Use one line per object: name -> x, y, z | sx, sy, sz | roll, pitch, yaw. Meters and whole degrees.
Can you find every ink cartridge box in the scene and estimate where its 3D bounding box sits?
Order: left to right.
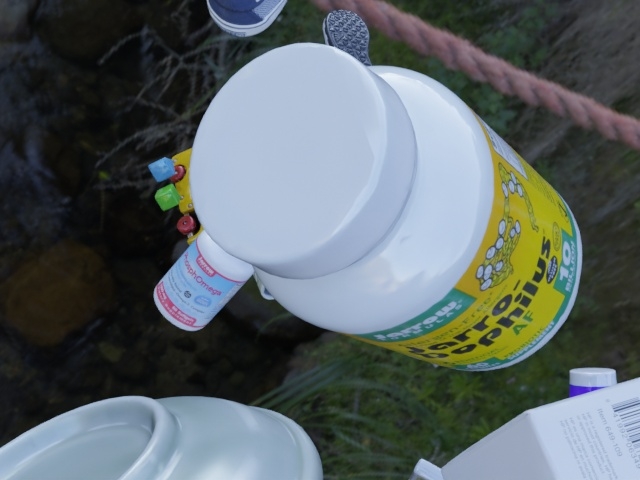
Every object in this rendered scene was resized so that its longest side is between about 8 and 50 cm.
ink cartridge box -> 0.289, 0.233, 0.822 | 0.270, 0.197, 0.198 | -11, 67, -21

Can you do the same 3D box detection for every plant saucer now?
plant saucer -> -0.198, 0.223, 0.747 | 0.400, 0.401, 0.100 | -45, 118, -51

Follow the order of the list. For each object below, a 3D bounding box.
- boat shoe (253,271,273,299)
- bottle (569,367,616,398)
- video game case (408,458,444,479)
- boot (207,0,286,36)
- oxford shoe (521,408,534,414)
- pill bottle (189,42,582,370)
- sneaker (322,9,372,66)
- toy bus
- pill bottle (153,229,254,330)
boat shoe -> 0.000, 0.000, 1.700 | 0.109, 0.302, 0.094 | 32, 27, -36
bottle -> 0.404, 0.330, 1.377 | 0.118, 0.092, 0.282 | 0, 88, -39
video game case -> 0.215, 0.360, 1.239 | 0.212, 0.193, 0.023 | 27, 72, 11
boot -> -0.018, -0.233, 0.641 | 0.069, 0.086, 0.190 | 23, 74, 1
oxford shoe -> 0.383, 0.482, 1.797 | 0.130, 0.363, 0.133 | 9, 11, 4
pill bottle -> 0.038, -0.009, 0.433 | 0.208, 0.118, 0.117 | 26, 39, -56
sneaker -> 0.042, -0.300, 1.660 | 0.084, 0.097, 0.234 | 2, 60, -20
toy bus -> -0.159, -0.055, 1.442 | 0.202, 0.104, 0.191 | 64, 12, -11
pill bottle -> -0.141, 0.038, 1.227 | 0.087, 0.160, 0.087 | 33, 27, -19
